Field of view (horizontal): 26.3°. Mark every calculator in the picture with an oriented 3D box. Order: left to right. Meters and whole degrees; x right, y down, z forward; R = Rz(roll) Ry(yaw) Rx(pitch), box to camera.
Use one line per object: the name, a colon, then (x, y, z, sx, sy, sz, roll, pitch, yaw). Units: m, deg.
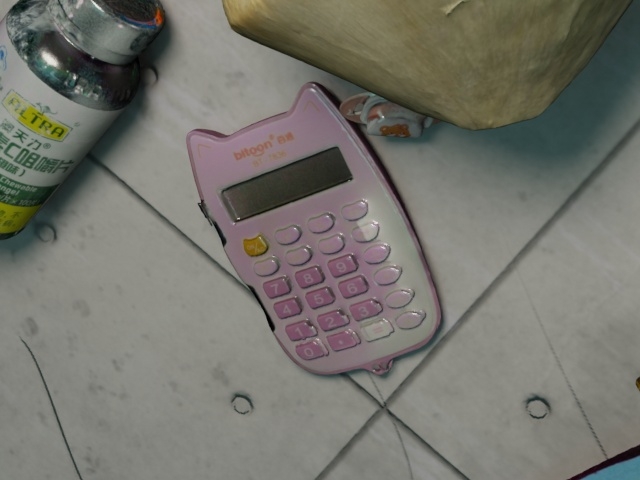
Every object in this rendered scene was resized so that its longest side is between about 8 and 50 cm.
calculator: (0.000, 0.000, 1.319, 0.194, 0.043, 0.294, -20, 104, 26)

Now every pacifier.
pacifier: (0.068, -0.132, 1.225, 0.099, 0.081, 0.078, 5, 71, -9)

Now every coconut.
coconut: (0.081, -0.278, 1.009, 0.415, 0.345, 0.415, 48, 147, 47)

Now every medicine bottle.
medicine bottle: (-0.270, -0.138, 1.318, 0.141, 0.141, 0.293, 46, 118, 1)

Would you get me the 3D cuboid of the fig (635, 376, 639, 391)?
fig: (0.358, 0.086, 1.169, 0.149, 0.149, 0.245, 39, 143, 5)

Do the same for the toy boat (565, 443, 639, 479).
toy boat: (0.304, 0.225, 1.240, 0.392, 0.136, 0.079, -32, 63, 29)
